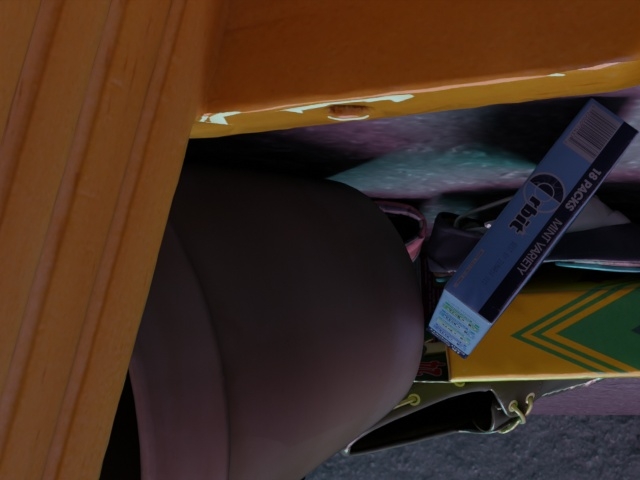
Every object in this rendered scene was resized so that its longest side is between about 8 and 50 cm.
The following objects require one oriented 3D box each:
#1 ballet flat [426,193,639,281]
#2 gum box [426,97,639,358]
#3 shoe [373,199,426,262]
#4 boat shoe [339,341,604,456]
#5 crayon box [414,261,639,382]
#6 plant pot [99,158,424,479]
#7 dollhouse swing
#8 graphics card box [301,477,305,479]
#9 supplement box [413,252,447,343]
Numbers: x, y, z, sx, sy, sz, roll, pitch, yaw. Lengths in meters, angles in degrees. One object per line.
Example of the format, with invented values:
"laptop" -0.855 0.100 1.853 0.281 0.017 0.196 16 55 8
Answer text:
"ballet flat" 0.183 -0.005 1.126 0.203 0.074 0.074 -3 168 17
"gum box" 0.138 -0.001 0.965 0.041 0.157 0.184 37 172 8
"shoe" 0.000 0.000 1.182 0.178 0.063 0.081 -5 167 -5
"boat shoe" 0.143 0.141 1.330 0.305 0.091 0.109 -5 148 -18
"crayon box" 0.227 0.052 1.203 0.318 0.081 0.202 -4 -167 15
"plant pot" -0.091 0.068 1.019 0.280 0.323 0.323 -14 178 -37
"dollhouse swing" -0.021 -0.044 0.367 0.315 0.305 0.347 -4 167 19
"graphics card box" -0.085 0.188 1.346 0.094 0.233 0.371 -3 -167 7
"supplement box" 0.123 0.075 1.427 0.188 0.104 0.081 8 166 -35
